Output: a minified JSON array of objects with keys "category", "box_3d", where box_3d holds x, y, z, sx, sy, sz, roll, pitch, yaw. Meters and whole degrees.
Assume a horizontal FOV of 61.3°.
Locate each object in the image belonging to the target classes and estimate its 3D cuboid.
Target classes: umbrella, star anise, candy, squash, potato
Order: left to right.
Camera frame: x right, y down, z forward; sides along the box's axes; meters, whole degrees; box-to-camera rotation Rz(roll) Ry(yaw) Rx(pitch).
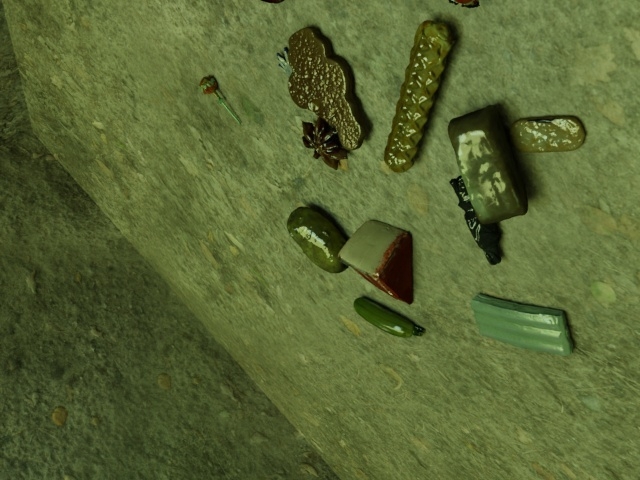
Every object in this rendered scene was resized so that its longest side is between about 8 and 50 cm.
[{"category":"candy","box_3d":[-0.314,-0.441,1.711,0.056,0.049,0.184,-39,95,13]},{"category":"potato","box_3d":[0.000,0.000,1.657,0.251,0.113,0.149,42,138,4]},{"category":"star anise","box_3d":[0.007,-0.261,1.459,0.168,0.057,0.167,30,138,31]},{"category":"squash","box_3d":[0.199,0.245,1.664,0.252,0.066,0.066,25,137,36]},{"category":"umbrella","box_3d":[0.361,-0.047,1.217,0.066,0.059,0.235,-24,108,13]},{"category":"candy","box_3d":[0.340,-0.149,1.096,0.104,0.102,0.233,-15,111,34]}]

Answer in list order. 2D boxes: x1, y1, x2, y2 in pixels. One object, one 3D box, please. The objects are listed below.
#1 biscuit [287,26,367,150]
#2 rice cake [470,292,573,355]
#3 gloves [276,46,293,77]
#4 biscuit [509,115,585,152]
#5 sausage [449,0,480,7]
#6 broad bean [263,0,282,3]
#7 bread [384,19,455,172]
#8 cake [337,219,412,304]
[{"category":"biscuit","box_3d":[0.014,-0.370,1.346,0.319,0.047,0.183,54,138,5]},{"category":"rice cake","box_3d":[0.482,0.204,1.303,0.237,0.043,0.127,7,126,49]},{"category":"gloves","box_3d":[-0.084,-0.465,1.420,0.086,0.026,0.064,50,145,14]},{"category":"biscuit","box_3d":[0.428,-0.202,1.030,0.147,0.018,0.071,7,127,46]},{"category":"sausage","box_3d":[0.279,-0.517,0.880,0.083,0.083,0.264,43,144,17]},{"category":"broad bean","box_3d":[-0.137,-0.626,1.289,0.165,0.084,0.114,33,147,38]},{"category":"bread","box_3d":[0.204,-0.296,1.170,0.084,0.077,0.367,37,144,22]},{"category":"cake","box_3d":[0.188,0.056,1.528,0.158,0.159,0.262,25,171,36]}]
